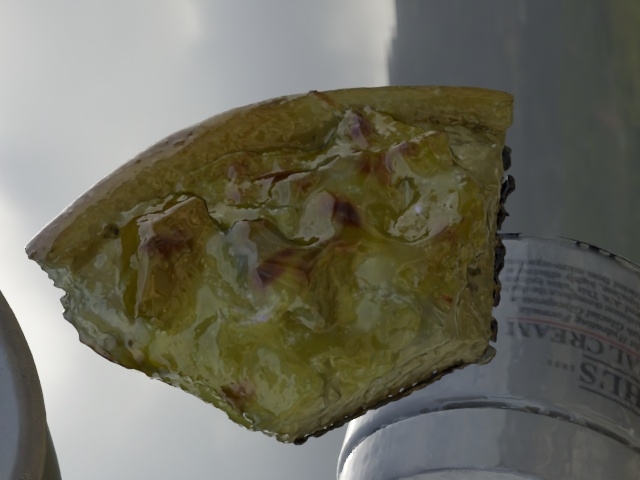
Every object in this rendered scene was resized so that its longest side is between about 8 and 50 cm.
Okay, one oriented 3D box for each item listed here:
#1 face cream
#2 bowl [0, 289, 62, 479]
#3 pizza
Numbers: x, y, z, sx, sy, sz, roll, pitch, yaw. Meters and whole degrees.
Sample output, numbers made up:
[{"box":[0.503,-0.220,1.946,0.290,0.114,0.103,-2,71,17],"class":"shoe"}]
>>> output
[{"box":[0.101,0.106,0.971,0.177,0.177,0.153,80,-161,-48],"class":"face cream"},{"box":[-0.185,0.069,0.580,0.345,0.157,0.345,34,-144,-30],"class":"bowl"},{"box":[0.000,0.000,0.538,0.099,0.160,0.035,57,154,28],"class":"pizza"}]
